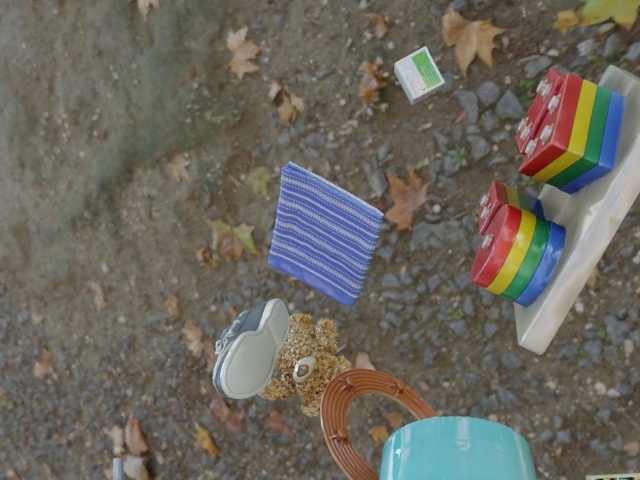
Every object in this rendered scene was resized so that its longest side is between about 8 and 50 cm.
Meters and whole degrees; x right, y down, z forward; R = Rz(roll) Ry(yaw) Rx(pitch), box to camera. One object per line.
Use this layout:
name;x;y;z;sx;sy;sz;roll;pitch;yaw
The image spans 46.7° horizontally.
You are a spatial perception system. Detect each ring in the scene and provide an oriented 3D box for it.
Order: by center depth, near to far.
ring;0.149;0.390;1.472;0.336;0.336;0.032;47;124;15

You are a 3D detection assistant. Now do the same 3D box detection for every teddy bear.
teddy bear;-0.054;0.285;1.819;0.245;0.338;0.113;-23;119;5

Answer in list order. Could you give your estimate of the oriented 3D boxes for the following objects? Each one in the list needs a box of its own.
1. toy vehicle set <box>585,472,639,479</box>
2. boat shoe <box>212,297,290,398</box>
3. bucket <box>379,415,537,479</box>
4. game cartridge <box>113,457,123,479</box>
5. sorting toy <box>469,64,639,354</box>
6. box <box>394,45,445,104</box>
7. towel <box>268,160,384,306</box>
toy vehicle set;0.733;0.693;1.760;0.035;0.165;0.267;108;159;-74
boat shoe;-0.151;0.218;1.467;0.099;0.319;0.116;-14;108;21
bucket;0.213;0.413;1.144;0.281;0.183;0.281;4;136;4
game cartridge;-0.311;0.379;1.135;0.056;0.017;0.083;-125;39;-58
sorting toy;0.238;-0.057;0.769;0.089;0.255;0.257;24;112;2
box;0.236;-0.394;1.778;0.087;0.102;0.101;-28;89;6
towel;0.000;0.000;1.633;0.243;0.040;0.336;29;142;13
